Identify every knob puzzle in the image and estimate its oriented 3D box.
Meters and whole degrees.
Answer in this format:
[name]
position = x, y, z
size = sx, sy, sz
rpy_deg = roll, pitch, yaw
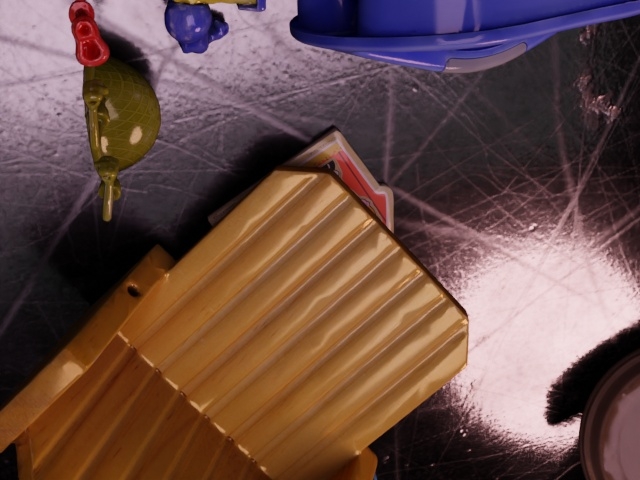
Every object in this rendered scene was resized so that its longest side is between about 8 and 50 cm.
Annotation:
[knob puzzle]
position = 0.000, 0.000, 0.984
size = 0.213, 0.030, 0.213
rpy_deg = -6, 119, -11

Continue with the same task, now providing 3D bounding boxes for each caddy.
[caddy]
position = 0.134, -0.233, 0.754
size = 0.341, 0.241, 0.179
rpy_deg = -16, 114, -25

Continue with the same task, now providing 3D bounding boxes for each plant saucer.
[plant saucer]
position = 0.479, 0.266, 1.153
size = 0.278, 0.041, 0.278
rpy_deg = 0, 91, 6

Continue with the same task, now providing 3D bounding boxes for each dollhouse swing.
[dollhouse swing]
position = -0.052, 0.151, 0.866
size = 0.305, 0.315, 0.347
rpy_deg = -38, 102, 28

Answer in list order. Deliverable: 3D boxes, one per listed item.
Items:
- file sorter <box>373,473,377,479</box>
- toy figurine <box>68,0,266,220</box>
[file sorter]
position = -0.022, 0.312, 1.103
size = 0.170, 0.104, 0.118
rpy_deg = -4, 118, -11
[toy figurine]
position = -0.108, -0.214, 0.762
size = 0.217, 0.191, 0.362
rpy_deg = -10, 121, -13
